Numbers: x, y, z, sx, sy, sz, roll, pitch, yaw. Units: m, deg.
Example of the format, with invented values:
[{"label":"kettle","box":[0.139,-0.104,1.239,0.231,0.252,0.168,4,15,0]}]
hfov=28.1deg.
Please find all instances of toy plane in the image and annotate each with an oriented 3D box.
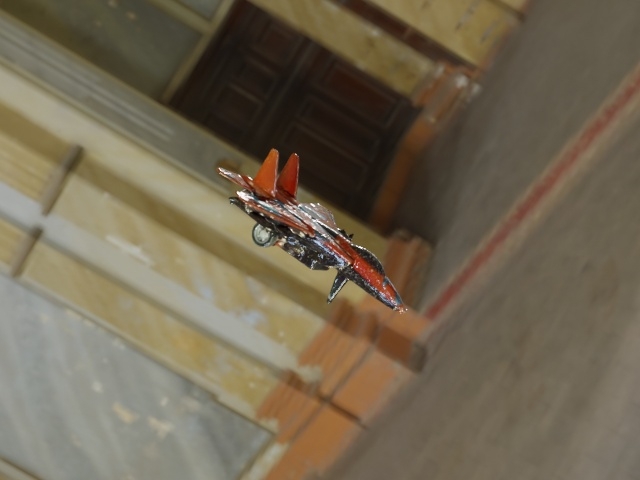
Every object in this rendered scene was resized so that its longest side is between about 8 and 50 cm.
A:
[{"label":"toy plane","box":[-0.002,0.003,1.018,0.061,0.189,0.130,-49,-26,19]}]
